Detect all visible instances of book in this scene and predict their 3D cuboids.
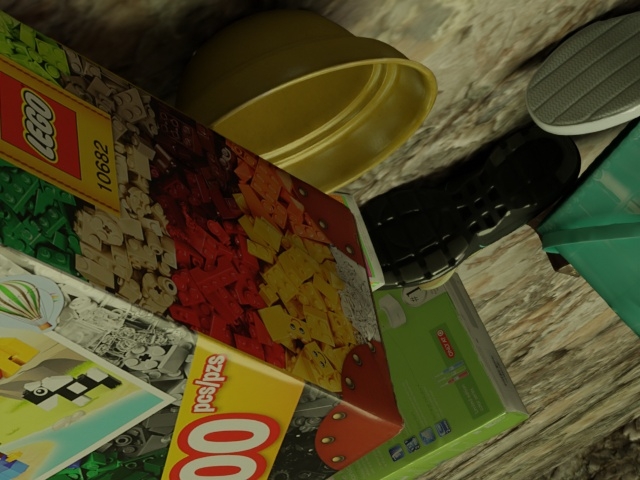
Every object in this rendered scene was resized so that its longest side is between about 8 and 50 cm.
[{"bbox_3d":[0.000,0.000,1.317,0.035,0.096,0.144,-34,159,25],"label":"book"}]

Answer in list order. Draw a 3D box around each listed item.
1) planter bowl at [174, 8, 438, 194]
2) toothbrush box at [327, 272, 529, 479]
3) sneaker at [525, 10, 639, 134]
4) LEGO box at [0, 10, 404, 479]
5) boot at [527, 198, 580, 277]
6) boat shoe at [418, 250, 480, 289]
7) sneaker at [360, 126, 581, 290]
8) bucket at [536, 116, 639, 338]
[{"bbox_3d":[-0.033,-0.100,1.017,0.217,0.090,0.217,-22,162,-8],"label":"planter bowl"},{"bbox_3d":[0.074,0.185,1.736,0.283,0.206,0.122,-31,161,14],"label":"toothbrush box"},{"bbox_3d":[0.305,-0.163,1.273,0.258,0.094,0.091,-27,160,7],"label":"sneaker"},{"bbox_3d":[-0.260,0.108,0.924,0.500,0.193,0.372,-38,134,28],"label":"LEGO box"},{"bbox_3d":[0.239,-0.003,1.582,0.106,0.114,0.037,-22,161,-10],"label":"boot"},{"bbox_3d":[0.134,0.011,1.607,0.045,0.050,0.135,14,143,-25],"label":"boat shoe"},{"bbox_3d":[0.142,-0.017,1.450,0.267,0.101,0.106,-25,164,1],"label":"sneaker"},{"bbox_3d":[0.357,-0.037,1.408,0.281,0.183,0.281,-47,175,-5],"label":"bucket"}]
